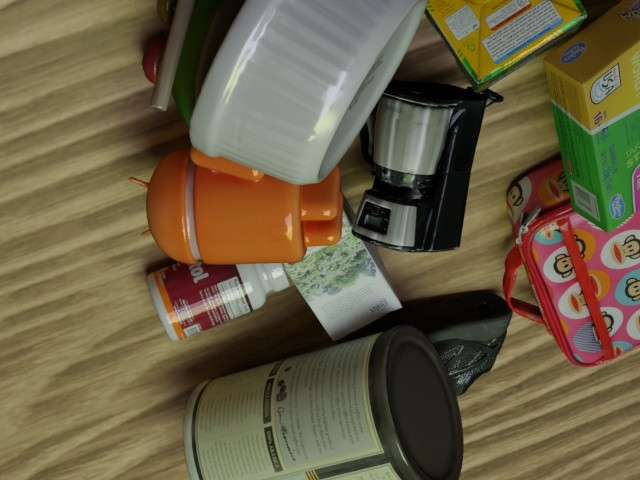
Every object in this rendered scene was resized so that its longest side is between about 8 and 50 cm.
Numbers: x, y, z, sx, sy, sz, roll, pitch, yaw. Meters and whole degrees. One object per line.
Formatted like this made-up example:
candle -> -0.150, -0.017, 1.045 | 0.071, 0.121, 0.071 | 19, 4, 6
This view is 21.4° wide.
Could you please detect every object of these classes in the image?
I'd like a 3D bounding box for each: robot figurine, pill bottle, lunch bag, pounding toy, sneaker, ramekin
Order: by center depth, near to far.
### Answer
ramekin -> -0.003, -0.177, 1.633 | 0.127, 0.273, 0.273 | 30, 120, 6
pounding toy -> -0.136, -0.207, 1.709 | 0.183, 0.110, 0.237 | -71, 162, 1
robot figurine -> -0.087, -0.039, 1.779 | 0.219, 0.158, 0.128 | -1, 90, 6
pill bottle -> -0.118, 0.052, 1.961 | 0.152, 0.086, 0.086 | -22, 133, -3
lunch bag -> 0.346, 0.017, 2.100 | 0.258, 0.120, 0.293 | -23, 132, 4
sneaker -> 0.128, 0.143, 2.134 | 0.227, 0.087, 0.130 | -8, 125, -22

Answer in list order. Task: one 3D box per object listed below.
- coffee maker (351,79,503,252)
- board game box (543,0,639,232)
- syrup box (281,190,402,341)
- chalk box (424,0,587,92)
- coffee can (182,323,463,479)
coffee maker -> 0.124, -0.080, 1.887 | 0.171, 0.120, 0.178 | 3, 106, -25
board game box -> 0.398, -0.190, 1.894 | 0.316, 0.064, 0.242 | -38, 139, -15
syrup box -> 0.000, 0.000, 1.956 | 0.093, 0.096, 0.237 | -27, 134, 6
chalk box -> 0.184, -0.242, 1.768 | 0.132, 0.213, 0.132 | -33, 88, 7
coffee can -> 0.004, 0.229, 2.020 | 0.275, 0.202, 0.201 | -17, 138, 26
